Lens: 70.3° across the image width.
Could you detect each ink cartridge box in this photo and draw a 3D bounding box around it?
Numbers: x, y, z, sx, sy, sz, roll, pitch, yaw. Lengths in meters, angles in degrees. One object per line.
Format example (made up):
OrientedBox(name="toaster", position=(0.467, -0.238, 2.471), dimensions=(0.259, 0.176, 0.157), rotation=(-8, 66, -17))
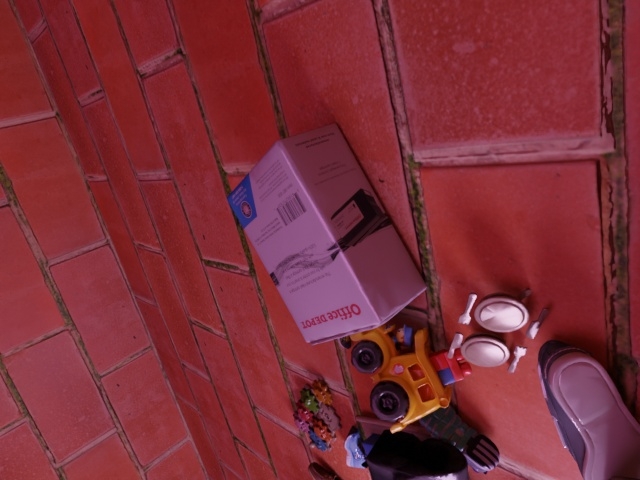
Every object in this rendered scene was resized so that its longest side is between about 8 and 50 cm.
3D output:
OrientedBox(name="ink cartridge box", position=(0.000, 0.000, 0.984), dimensions=(0.285, 0.166, 0.394), rotation=(-31, 87, 54))

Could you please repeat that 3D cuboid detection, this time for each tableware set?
OrientedBox(name="tableware set", position=(0.309, 0.158, 0.819), dimensions=(0.129, 0.039, 0.194), rotation=(12, 132, 10))

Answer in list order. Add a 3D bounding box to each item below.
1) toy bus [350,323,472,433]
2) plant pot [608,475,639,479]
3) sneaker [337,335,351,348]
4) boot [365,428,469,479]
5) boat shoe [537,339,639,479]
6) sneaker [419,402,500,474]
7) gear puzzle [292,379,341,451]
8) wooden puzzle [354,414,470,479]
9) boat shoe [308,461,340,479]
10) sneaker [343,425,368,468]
OrientedBox(name="toy bus", position=(0.190, 0.252, 0.944), dimensions=(0.212, 0.149, 0.220), rotation=(-29, 78, 17))
OrientedBox(name="plant pot", position=(0.539, 0.471, 0.545), dimensions=(0.281, 0.323, 0.322), rotation=(-4, 112, 17))
OrientedBox(name="sneaker", position=(0.062, 0.244, 1.180), dimensions=(0.035, 0.031, 0.083), rotation=(-14, 102, 52))
OrientedBox(name="boot", position=(0.317, 0.630, 0.966), dimensions=(0.368, 0.146, 0.444), rotation=(-7, 102, 24))
OrientedBox(name="boat shoe", position=(0.447, 0.303, 0.745), dimensions=(0.319, 0.116, 0.099), rotation=(61, -173, -11))
OrientedBox(name="sneaker", position=(0.280, 0.425, 1.006), dimensions=(0.224, 0.083, 0.098), rotation=(40, 151, 32))
OrientedBox(name="gear puzzle", position=(-0.015, 0.563, 1.460), dimensions=(0.175, 0.044, 0.338), rotation=(40, 138, 26))
OrientedBox(name="wooden puzzle", position=(0.246, 0.623, 1.166), dimensions=(0.322, 0.081, 0.347), rotation=(-19, 98, 52))
OrientedBox(name="boat shoe", position=(0.035, 0.826, 1.566), dimensions=(0.178, 0.064, 0.060), rotation=(34, 105, 29))
OrientedBox(name="sneaker", position=(0.116, 0.613, 1.344), dimensions=(0.073, 0.063, 0.162), rotation=(9, 125, 26))
